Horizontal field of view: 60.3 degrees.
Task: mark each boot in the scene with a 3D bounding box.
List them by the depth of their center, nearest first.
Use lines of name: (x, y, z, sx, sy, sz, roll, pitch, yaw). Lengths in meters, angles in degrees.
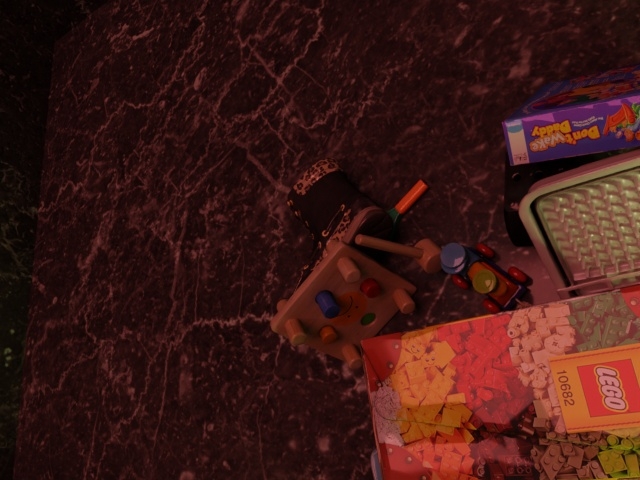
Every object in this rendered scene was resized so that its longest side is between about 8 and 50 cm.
boot: (0.000, 0.000, 1.385, 0.377, 0.138, 0.284, -58, 42, 28)

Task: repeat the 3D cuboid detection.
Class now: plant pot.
plant pot: (0.444, -0.100, 1.069, 0.188, 0.167, 0.187, -3, 75, 37)

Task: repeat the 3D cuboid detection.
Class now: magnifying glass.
magnifying glass: (0.173, -0.054, 1.343, 0.231, 0.026, 0.092, -47, 55, 15)

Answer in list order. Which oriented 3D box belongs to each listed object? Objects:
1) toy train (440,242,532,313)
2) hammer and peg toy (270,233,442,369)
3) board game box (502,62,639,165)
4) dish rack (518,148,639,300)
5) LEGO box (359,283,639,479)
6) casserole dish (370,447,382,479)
toy train: (0.353, 0.095, 1.093, 0.248, 0.143, 0.105, 43, 104, 36)
hammer and peg toy: (0.084, 0.103, 1.216, 0.361, 0.266, 0.127, -51, 36, 15)
board game box: (0.488, -0.235, 0.975, 0.233, 0.347, 0.078, -5, 110, 36)
dish rack: (0.517, -0.016, 0.926, 0.285, 0.333, 0.072, -17, 37, 32)
LEGO box: (0.336, 0.207, 0.818, 0.372, 0.500, 0.193, -16, 74, 25)
casserole dish: (0.165, 0.517, 1.179, 0.114, 0.037, 0.188, -29, 63, 27)
